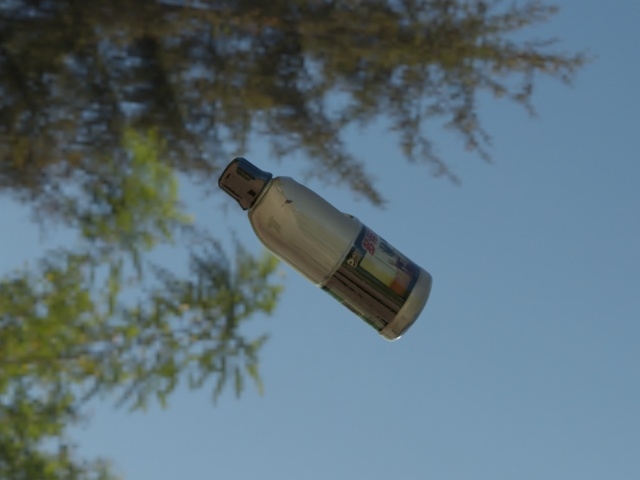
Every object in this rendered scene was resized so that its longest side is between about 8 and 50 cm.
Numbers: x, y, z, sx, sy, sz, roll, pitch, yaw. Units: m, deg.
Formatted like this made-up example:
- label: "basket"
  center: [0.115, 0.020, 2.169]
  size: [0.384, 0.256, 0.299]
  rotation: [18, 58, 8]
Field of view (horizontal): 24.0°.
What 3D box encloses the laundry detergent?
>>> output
- label: "laundry detergent"
  center: [0.000, 0.000, 1.424]
  size: [0.070, 0.226, 0.099]
  rotation: [-48, -171, 36]
